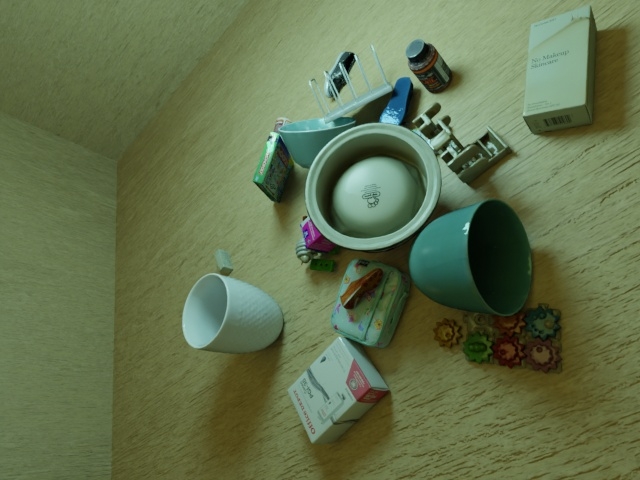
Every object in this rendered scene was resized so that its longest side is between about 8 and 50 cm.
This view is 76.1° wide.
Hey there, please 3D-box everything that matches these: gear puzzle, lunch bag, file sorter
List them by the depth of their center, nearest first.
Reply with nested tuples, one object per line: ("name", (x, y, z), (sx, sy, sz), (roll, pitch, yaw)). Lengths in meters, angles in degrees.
("gear puzzle", (0.461, 0.249, 1.110), (0.338, 0.044, 0.176), (-5, 70, 41))
("lunch bag", (0.167, 0.199, 1.348), (0.224, 0.107, 0.279), (16, 84, 44))
("file sorter", (0.113, -0.603, 1.582), (0.277, 0.173, 0.193), (-23, 20, 16))

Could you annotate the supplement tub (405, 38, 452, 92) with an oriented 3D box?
("supplement tub", (0.374, -0.612, 1.431), (0.106, 0.197, 0.106), (-18, 61, 37))

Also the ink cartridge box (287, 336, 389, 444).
("ink cartridge box", (0.051, 0.487, 1.328), (0.283, 0.117, 0.207), (-49, 48, 15))

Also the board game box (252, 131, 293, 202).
("board game box", (-0.195, -0.301, 1.753), (0.046, 0.317, 0.214), (18, 84, 9))

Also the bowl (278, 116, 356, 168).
("bowl", (-0.003, -0.389, 1.645), (0.311, 0.311, 0.163), (17, 123, 44))

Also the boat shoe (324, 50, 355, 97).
("boat shoe", (0.093, -0.742, 1.826), (0.076, 0.080, 0.229), (17, 77, 46))

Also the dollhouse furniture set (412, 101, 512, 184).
("dollhouse furniture set", (0.435, -0.295, 1.218), (0.161, 0.242, 0.212), (-40, 51, 22))

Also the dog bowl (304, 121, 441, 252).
("dog bowl", (0.164, -0.145, 1.257), (0.407, 0.150, 0.408), (-5, 72, 17))

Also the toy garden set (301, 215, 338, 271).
("toy garden set", (0.000, 0.000, 1.624), (0.203, 0.049, 0.245), (2, 75, 40))

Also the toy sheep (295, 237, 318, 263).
("toy sheep", (-0.054, 0.030, 1.568), (0.091, 0.091, 0.132), (-23, 45, 33))

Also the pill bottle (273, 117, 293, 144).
("pill bottle", (-0.187, -0.504, 1.965), (0.086, 0.086, 0.152), (1, 74, 42))

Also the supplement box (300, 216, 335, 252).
("supplement box", (0.039, -0.063, 1.475), (0.220, 0.113, 0.111), (-41, 51, 36))

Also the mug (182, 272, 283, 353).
("mug", (-0.338, 0.271, 1.615), (0.276, 0.328, 0.374), (-52, 47, 12))

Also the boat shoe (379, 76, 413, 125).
("boat shoe", (0.299, -0.479, 1.527), (0.109, 0.089, 0.258), (23, 84, 31))

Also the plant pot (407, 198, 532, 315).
("plant pot", (0.383, 0.052, 1.107), (0.235, 0.292, 0.293), (-11, 66, 53))

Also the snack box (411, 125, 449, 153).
("snack box", (0.377, -0.350, 1.434), (0.141, 0.037, 0.100), (-5, 69, 41))

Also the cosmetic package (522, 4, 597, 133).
("cosmetic package", (0.682, -0.478, 1.164), (0.160, 0.113, 0.310), (-2, 73, 41))

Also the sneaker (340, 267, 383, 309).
("sneaker", (0.124, 0.142, 1.293), (0.175, 0.064, 0.067), (-43, 41, 16))

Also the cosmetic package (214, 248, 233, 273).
("cosmetic package", (-0.471, 0.103, 1.991), (0.041, 0.060, 0.115), (-43, 48, 22))
